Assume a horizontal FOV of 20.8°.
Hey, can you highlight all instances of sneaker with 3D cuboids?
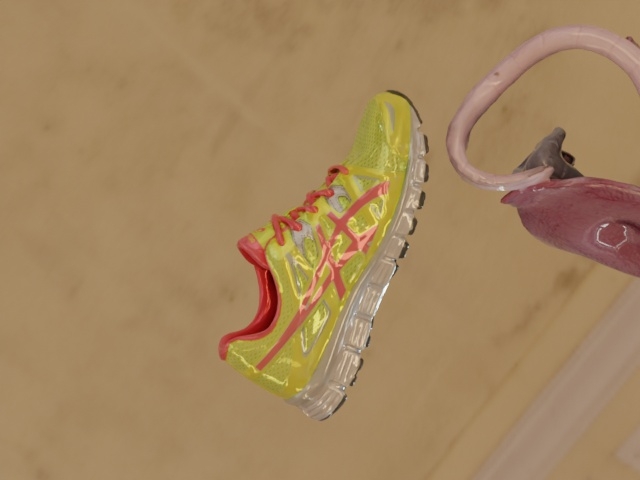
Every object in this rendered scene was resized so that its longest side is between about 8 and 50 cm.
[{"bbox_3d":[0.000,0.000,1.066,0.094,0.081,0.208,21,-95,-10],"label":"sneaker"}]

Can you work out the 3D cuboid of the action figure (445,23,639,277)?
[{"bbox_3d":[0.301,0.004,1.039,0.248,0.370,0.276,-49,-41,8],"label":"action figure"}]
